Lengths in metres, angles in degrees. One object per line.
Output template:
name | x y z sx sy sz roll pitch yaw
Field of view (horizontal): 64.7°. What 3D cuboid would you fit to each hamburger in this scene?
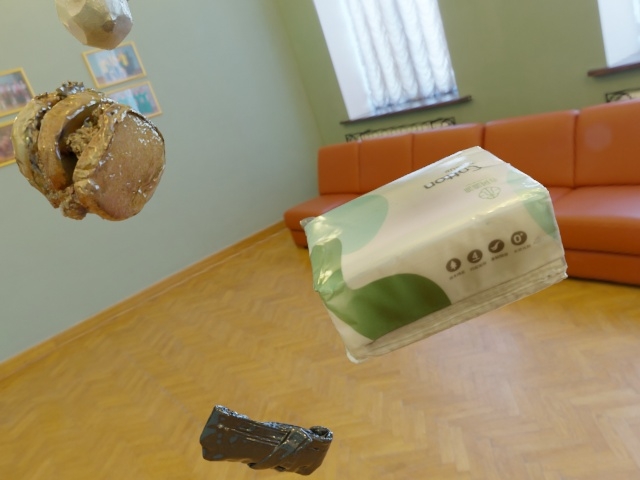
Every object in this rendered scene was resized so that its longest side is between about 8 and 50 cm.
hamburger | -0.434 -0.176 0.978 0.211 0.261 0.245 13 38 21

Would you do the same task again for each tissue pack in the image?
tissue pack | 0.162 0.012 0.826 0.356 0.194 0.266 -25 24 5

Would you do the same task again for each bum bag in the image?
bum bag | -0.103 0.385 0.965 0.248 0.123 0.060 21 21 -10

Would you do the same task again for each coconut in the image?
coconut | -0.531 -0.536 1.199 0.161 0.161 0.162 -29 60 -30

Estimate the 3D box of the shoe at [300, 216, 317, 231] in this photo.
shoe | 0.000 0.000 1.584 0.169 0.100 0.071 35 47 23
